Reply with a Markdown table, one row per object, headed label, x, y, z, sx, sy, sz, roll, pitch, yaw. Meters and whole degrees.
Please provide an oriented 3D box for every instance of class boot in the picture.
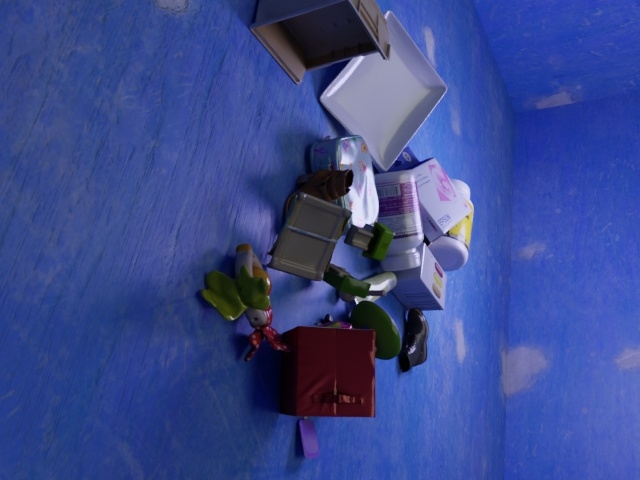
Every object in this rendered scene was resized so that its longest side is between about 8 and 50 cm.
| label | x | y | z | sx | sy | sz | roll | pitch | yaw |
| --- | --- | --- | --- | --- | --- | --- | --- | --- | --- |
| boot | 0.308 | 0.337 | 2.270 | 0.137 | 0.077 | 0.197 | -15 | 97 | -56 |
| boot | -0.001 | -0.104 | 1.686 | 0.073 | 0.153 | 0.197 | 51 | 42 | -45 |

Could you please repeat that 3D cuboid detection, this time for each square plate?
| label | x | y | z | sx | sy | sz | roll | pitch | yaw |
| --- | --- | --- | --- | --- | --- | --- | --- | --- | --- |
| square plate | 0.190 | -0.442 | 2.022 | 0.344 | 0.049 | 0.347 | 42 | 80 | -34 |

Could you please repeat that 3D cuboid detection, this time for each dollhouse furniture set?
| label | x | y | z | sx | sy | sz | roll | pitch | yaw |
| --- | --- | --- | --- | --- | --- | --- | --- | --- | --- |
| dollhouse furniture set | 0.000 | 0.000 | 1.670 | 0.302 | 0.151 | 0.197 | 19 | 96 | -31 |

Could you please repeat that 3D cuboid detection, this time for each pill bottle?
| label | x | y | z | sx | sy | sz | roll | pitch | yaw |
| --- | --- | --- | --- | --- | --- | --- | --- | --- | --- |
| pill bottle | 0.231 | -0.063 | 2.094 | 0.169 | 0.169 | 0.301 | -18 | 101 | -61 |
| pill bottle | 0.475 | -0.066 | 2.532 | 0.188 | 0.188 | 0.333 | 56 | 39 | -42 |

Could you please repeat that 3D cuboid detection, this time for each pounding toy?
| label | x | y | z | sx | sy | sz | roll | pitch | yaw |
| --- | --- | --- | --- | --- | --- | --- | --- | --- | --- |
| pounding toy | 0.115 | 0.247 | 1.860 | 0.110 | 0.183 | 0.236 | -30 | 114 | -32 |

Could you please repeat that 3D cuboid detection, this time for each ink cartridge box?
| label | x | y | z | sx | sy | sz | roll | pitch | yaw |
| --- | --- | --- | --- | --- | --- | --- | --- | --- | --- |
| ink cartridge box | 0.357 | -0.181 | 2.296 | 0.330 | 0.071 | 0.324 | 55 | 34 | 2 |

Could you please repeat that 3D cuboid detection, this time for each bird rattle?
| label | x | y | z | sx | sy | sz | roll | pitch | yaw |
| --- | --- | --- | --- | --- | --- | --- | --- | --- | --- |
| bird rattle | -0.133 | 0.123 | 1.437 | 0.253 | 0.143 | 0.206 | 57 | 22 | -45 |

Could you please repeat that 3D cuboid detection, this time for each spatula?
| label | x | y | z | sx | sy | sz | roll | pitch | yaw |
| --- | --- | --- | --- | --- | --- | --- | --- | --- | --- |
| spatula | -0.024 | 0.388 | 1.680 | 0.084 | 0.030 | 0.296 | 29 | 59 | -58 |

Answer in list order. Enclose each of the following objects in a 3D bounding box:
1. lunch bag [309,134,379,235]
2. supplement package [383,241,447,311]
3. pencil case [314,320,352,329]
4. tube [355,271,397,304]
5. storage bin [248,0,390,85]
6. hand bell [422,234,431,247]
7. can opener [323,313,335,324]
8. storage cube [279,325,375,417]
| label | x | y | z | sx | sy | sz | roll | pitch | yaw |
| --- | --- | --- | --- | --- | --- | --- | --- | --- | --- |
| lunch bag | 0.062 | -0.156 | 1.863 | 0.224 | 0.108 | 0.278 | -22 | 104 | -58 |
| supplement package | 0.322 | 0.127 | 2.265 | 0.244 | 0.134 | 0.138 | 47 | 45 | -48 |
| pencil case | 0.041 | 0.320 | 1.722 | 0.104 | 0.105 | 0.236 | -36 | 120 | -58 |
| tube | 0.156 | 0.146 | 2.040 | 0.240 | 0.070 | 0.062 | -21 | 137 | -59 |
| storage bin | 0.009 | -0.523 | 1.674 | 0.260 | 0.263 | 0.123 | 41 | 47 | -52 |
| hand bell | 0.346 | 0.072 | 2.388 | 0.242 | 0.126 | 0.126 | 74 | 27 | -45 |
| can opener | 0.056 | 0.280 | 1.819 | 0.186 | 0.059 | 0.073 | 63 | 34 | -33 |
| storage cube | 0.014 | 0.300 | 1.528 | 0.215 | 0.184 | 0.193 | 135 | -42 | -71 |
